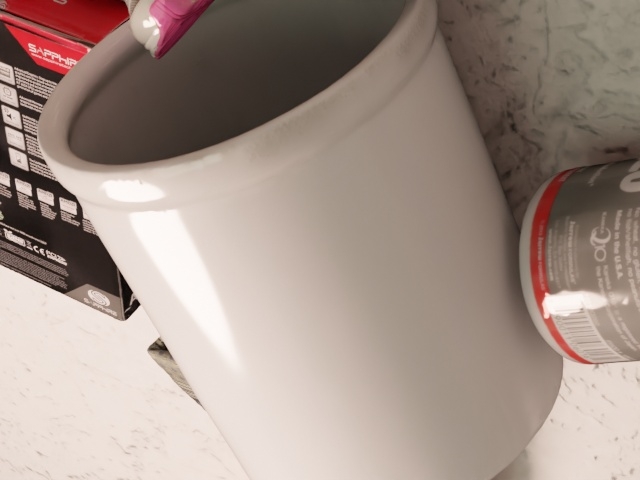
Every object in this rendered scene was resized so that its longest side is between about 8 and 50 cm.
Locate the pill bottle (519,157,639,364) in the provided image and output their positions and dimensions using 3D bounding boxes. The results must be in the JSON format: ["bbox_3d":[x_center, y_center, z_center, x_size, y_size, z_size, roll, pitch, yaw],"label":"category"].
[{"bbox_3d":[0.306,0.007,1.208,0.283,0.161,0.161,-8,122,43],"label":"pill bottle"}]

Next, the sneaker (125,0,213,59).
[{"bbox_3d":[-0.134,-0.231,1.264,0.111,0.252,0.103,39,107,-22],"label":"sneaker"}]

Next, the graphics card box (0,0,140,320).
[{"bbox_3d":[-0.281,-0.105,1.635,0.233,0.094,0.371,22,137,21],"label":"graphics card box"}]

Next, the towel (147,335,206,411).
[{"bbox_3d":[0.015,0.203,1.657,0.324,0.056,0.312,13,154,36],"label":"towel"}]

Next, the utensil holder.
[{"bbox_3d":[0.000,0.000,1.323,0.328,0.327,0.385,1,129,39],"label":"utensil holder"}]
